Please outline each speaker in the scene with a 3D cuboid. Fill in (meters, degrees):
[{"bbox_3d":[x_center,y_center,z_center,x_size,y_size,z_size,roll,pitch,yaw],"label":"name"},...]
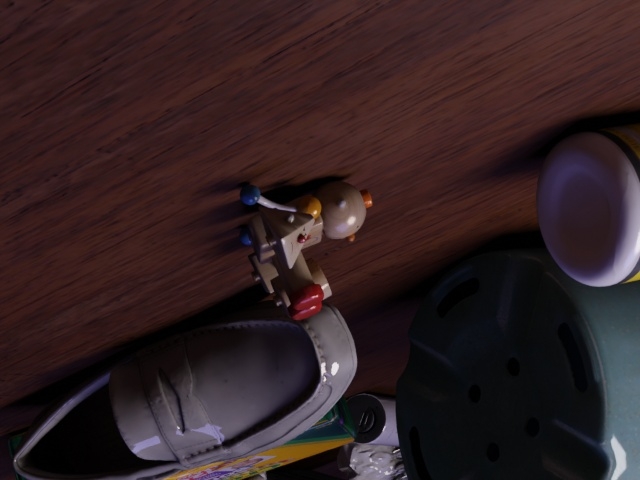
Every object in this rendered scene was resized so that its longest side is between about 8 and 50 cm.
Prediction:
[{"bbox_3d":[0.068,0.197,2.017,0.055,0.055,0.136,-23,166,17],"label":"speaker"}]

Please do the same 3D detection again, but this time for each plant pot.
[{"bbox_3d":[0.265,0.137,1.537,0.334,0.341,0.341,3,156,-36],"label":"plant pot"}]

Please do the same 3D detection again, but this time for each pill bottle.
[{"bbox_3d":[0.244,-0.032,1.243,0.184,0.103,0.103,-10,164,-31],"label":"pill bottle"}]

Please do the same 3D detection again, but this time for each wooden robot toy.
[{"bbox_3d":[0.000,0.000,1.137,0.079,0.076,0.173,-27,168,-9],"label":"wooden robot toy"}]

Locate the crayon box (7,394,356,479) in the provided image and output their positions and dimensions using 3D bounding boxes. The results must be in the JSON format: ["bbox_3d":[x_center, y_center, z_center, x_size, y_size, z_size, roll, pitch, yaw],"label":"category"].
[{"bbox_3d":[-0.117,0.175,1.633,0.278,0.081,0.165,-19,166,3],"label":"crayon box"}]

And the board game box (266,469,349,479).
[{"bbox_3d":[0.023,0.352,2.272,0.224,0.097,0.303,11,177,24],"label":"board game box"}]

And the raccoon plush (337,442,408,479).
[{"bbox_3d":[0.284,0.233,2.168,0.446,0.216,0.299,-6,154,-41],"label":"raccoon plush"}]

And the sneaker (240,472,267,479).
[{"bbox_3d":[-0.115,0.242,1.819,0.115,0.105,0.281,-5,-179,-6],"label":"sneaker"}]

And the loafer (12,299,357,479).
[{"bbox_3d":[-0.107,0.128,1.400,0.319,0.112,0.111,-28,172,38],"label":"loafer"}]
